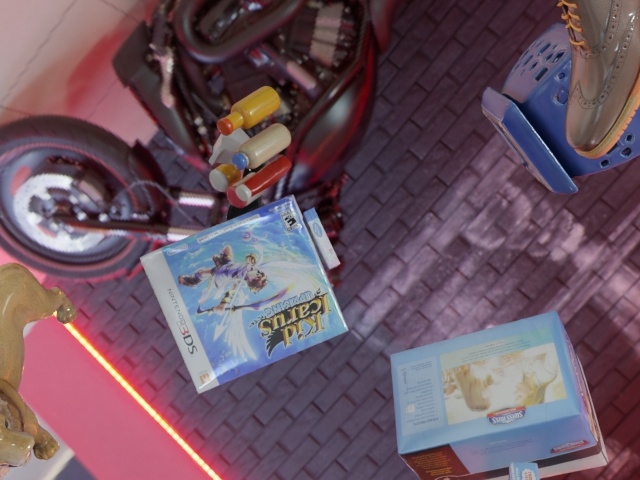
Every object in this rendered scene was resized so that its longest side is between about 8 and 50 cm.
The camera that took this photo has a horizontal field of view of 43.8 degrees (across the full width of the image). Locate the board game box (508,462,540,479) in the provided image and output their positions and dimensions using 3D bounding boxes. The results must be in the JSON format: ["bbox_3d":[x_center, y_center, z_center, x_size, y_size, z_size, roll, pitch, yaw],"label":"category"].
[{"bbox_3d":[0.247,0.400,0.954,0.160,0.039,0.211,-78,164,-59],"label":"board game box"}]

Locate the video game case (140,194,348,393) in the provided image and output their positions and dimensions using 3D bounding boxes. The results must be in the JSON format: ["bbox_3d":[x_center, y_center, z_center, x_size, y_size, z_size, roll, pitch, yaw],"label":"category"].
[{"bbox_3d":[-0.123,0.086,1.312,0.270,0.244,0.061,-23,-175,-3],"label":"video game case"}]

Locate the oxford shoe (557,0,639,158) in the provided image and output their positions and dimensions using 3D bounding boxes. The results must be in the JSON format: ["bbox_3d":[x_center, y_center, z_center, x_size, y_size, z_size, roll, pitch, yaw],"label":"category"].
[{"bbox_3d":[0.343,-0.286,1.007,0.130,0.133,0.363,-136,-130,-68],"label":"oxford shoe"}]

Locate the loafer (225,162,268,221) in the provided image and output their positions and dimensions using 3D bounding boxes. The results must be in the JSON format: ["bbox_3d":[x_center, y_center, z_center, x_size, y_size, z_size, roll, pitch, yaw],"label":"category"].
[{"bbox_3d":[-0.138,-0.087,1.513,0.061,0.062,0.170,-104,-145,-60],"label":"loafer"}]

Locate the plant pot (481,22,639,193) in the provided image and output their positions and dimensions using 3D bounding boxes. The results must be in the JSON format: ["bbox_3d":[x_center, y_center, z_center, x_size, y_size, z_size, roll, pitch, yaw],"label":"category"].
[{"bbox_3d":[0.433,-0.228,1.429,0.212,0.236,0.236,-39,-164,11],"label":"plant pot"}]

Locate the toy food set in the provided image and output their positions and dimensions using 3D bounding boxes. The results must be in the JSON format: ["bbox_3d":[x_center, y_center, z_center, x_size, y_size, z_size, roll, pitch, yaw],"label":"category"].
[{"bbox_3d":[-0.122,-0.115,1.193,0.104,0.111,0.232,-39,177,-37],"label":"toy food set"}]

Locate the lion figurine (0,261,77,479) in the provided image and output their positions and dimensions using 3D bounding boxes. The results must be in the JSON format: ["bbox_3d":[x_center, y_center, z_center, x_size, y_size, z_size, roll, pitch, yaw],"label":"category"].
[{"bbox_3d":[-0.417,0.152,1.030,0.142,0.392,0.240,-13,141,-3],"label":"lion figurine"}]

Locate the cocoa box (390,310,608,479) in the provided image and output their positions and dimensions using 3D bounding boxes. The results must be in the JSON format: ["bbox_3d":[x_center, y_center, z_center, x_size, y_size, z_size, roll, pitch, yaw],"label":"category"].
[{"bbox_3d":[0.337,0.324,1.545,0.347,0.231,0.228,-18,135,19],"label":"cocoa box"}]

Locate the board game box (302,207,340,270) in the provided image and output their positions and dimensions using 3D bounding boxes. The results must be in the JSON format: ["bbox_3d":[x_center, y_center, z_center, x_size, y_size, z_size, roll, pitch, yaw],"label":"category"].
[{"bbox_3d":[0.000,0.000,1.178,0.020,0.090,0.090,-26,177,-4],"label":"board game box"}]
